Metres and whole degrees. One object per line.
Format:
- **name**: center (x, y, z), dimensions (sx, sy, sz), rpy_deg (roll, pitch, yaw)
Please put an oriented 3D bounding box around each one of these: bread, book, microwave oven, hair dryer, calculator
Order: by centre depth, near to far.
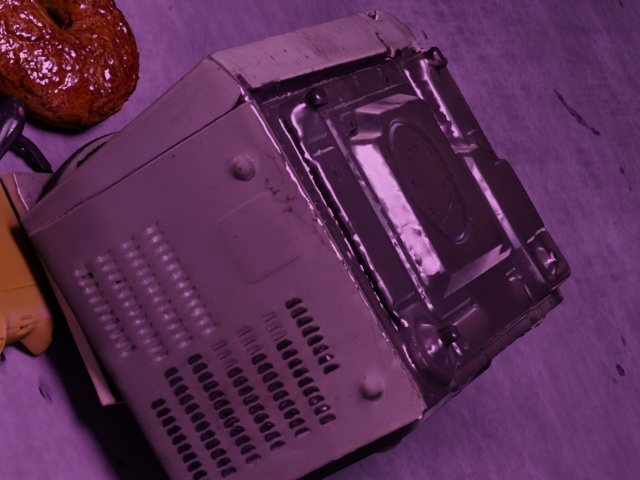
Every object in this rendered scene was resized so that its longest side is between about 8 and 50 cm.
- **calculator**: center (-0.263, -0.023, 1.421), dimensions (0.236, 0.033, 0.157), rpy_deg (66, 14, 2)
- **book**: center (-0.177, 0.035, 1.519), dimensions (0.198, 0.016, 0.138), rpy_deg (64, 16, 9)
- **hair dryer**: center (-0.239, -0.065, 1.545), dimensions (0.083, 0.031, 0.079), rpy_deg (46, 45, -33)
- **microwave oven**: center (0.000, 0.000, 1.560), dimensions (0.333, 0.247, 0.394), rpy_deg (59, 24, 1)
- **bread**: center (-0.225, -0.176, 1.615), dimensions (0.193, 0.064, 0.193), rpy_deg (34, 38, -31)
